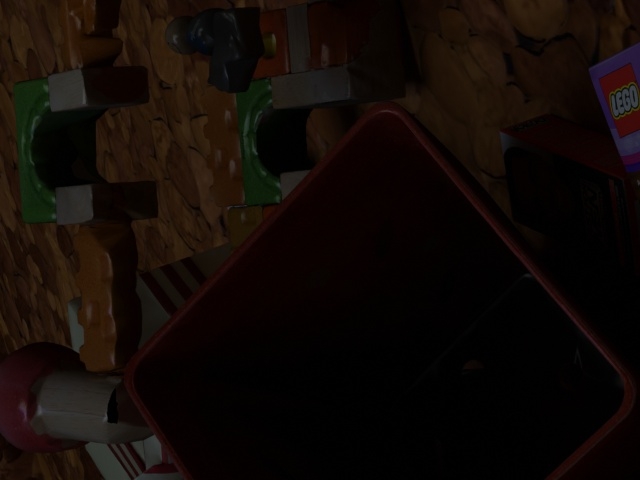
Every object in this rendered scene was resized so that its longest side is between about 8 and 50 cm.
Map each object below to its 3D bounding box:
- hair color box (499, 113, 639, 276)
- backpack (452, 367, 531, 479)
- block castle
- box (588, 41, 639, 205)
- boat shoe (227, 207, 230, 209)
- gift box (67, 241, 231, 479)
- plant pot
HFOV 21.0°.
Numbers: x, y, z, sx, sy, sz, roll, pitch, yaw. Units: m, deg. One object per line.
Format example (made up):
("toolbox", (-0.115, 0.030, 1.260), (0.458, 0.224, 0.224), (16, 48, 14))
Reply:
("hair color box", (0.178, -0.032, 1.144), (0.141, 0.043, 0.072), (30, 136, 59))
("backpack", (0.058, 0.241, 1.370), (0.225, 0.254, 0.191), (65, 157, 11))
("block castle", (-0.112, -0.074, 1.334), (0.213, 0.303, 0.453), (-2, 93, 53))
("box", (0.268, -0.042, 0.912), (0.293, 0.057, 0.200), (-26, 84, 67))
("boat shoe", (0.000, 0.000, 1.510), (0.254, 0.095, 0.079), (53, 154, 33))
("gift box", (-0.107, 0.190, 1.695), (0.258, 0.276, 0.255), (47, 153, 41))
("plant pot", (0.082, 0.113, 1.154), (0.267, 0.267, 0.236), (53, -164, 31))
